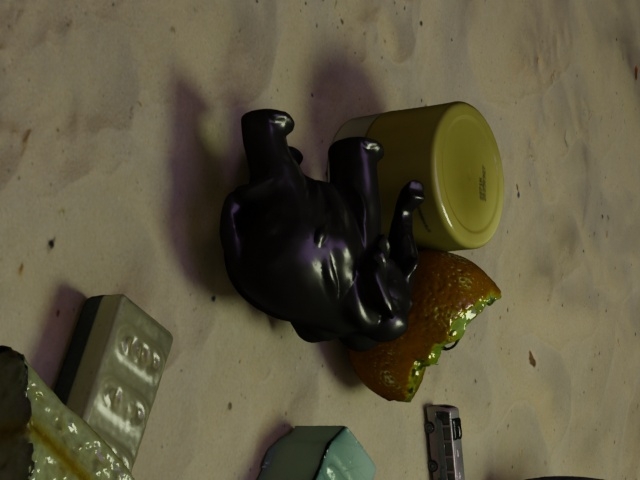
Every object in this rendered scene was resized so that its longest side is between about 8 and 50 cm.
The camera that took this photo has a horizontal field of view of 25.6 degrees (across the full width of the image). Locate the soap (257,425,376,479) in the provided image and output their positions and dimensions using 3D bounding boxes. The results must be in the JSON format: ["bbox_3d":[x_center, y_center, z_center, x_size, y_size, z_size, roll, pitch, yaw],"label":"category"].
[{"bbox_3d":[-0.019,0.357,1.844,0.145,0.091,0.230,54,43,-36],"label":"soap"}]

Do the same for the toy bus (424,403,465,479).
[{"bbox_3d":[0.196,0.321,2.198,0.037,0.052,0.131,-1,85,-53],"label":"toy bus"}]

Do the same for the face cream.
[{"bbox_3d":[0.144,-0.087,2.075,0.218,0.179,0.218,13,74,-54],"label":"face cream"}]

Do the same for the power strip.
[{"bbox_3d":[-0.244,0.193,1.559,0.105,0.070,0.257,44,51,-43],"label":"power strip"}]

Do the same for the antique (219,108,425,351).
[{"bbox_3d":[0.000,0.000,1.837,0.322,0.185,0.255,15,63,-36],"label":"antique"}]

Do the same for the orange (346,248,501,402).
[{"bbox_3d":[0.127,0.107,2.004,0.158,0.237,0.179,38,27,-7],"label":"orange"}]

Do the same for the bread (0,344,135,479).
[{"bbox_3d":[-0.297,0.325,1.320,0.264,0.239,0.395,40,52,-51],"label":"bread"}]

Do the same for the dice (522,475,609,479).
[{"bbox_3d":[0.432,0.547,2.314,0.271,0.270,0.270,37,54,-47],"label":"dice"}]
